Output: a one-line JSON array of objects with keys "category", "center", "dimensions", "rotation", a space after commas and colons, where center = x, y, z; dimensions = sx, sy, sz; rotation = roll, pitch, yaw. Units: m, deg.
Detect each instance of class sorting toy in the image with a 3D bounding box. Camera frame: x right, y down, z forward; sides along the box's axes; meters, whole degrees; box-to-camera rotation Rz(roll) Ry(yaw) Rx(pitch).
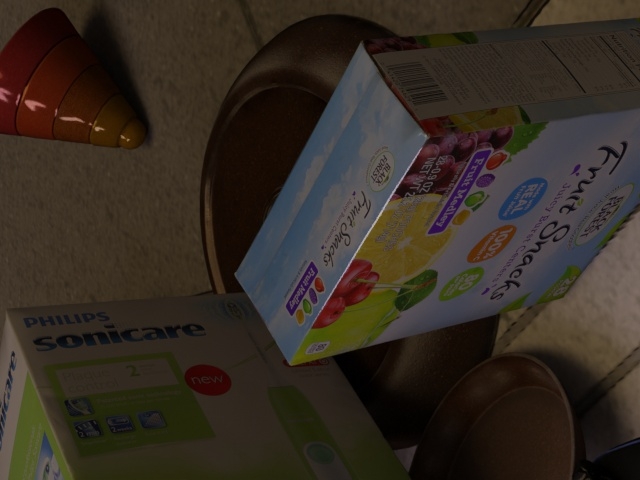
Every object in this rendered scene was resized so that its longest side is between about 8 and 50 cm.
[{"category": "sorting toy", "center": [-0.159, -0.207, 1.133], "dimensions": [0.126, 0.127, 0.365], "rotation": [31, 126, 9]}]

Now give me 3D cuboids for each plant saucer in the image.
[{"category": "plant saucer", "center": [0.107, 0.152, 0.860], "dimensions": [0.168, 0.029, 0.168], "rotation": [-44, 33, 40]}, {"category": "plant saucer", "center": [0.000, 0.000, 0.996], "dimensions": [0.311, 0.050, 0.310], "rotation": [19, 115, 50]}]

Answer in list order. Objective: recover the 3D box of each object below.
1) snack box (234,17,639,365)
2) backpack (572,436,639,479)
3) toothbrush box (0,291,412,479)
[{"category": "snack box", "center": [0.082, -0.028, 0.745], "dimensions": [0.070, 0.207, 0.174], "rotation": [57, 139, 26]}, {"category": "backpack", "center": [0.223, 0.163, 0.674], "dimensions": [0.158, 0.117, 0.173], "rotation": [-35, 65, 50]}, {"category": "toothbrush box", "center": [-0.067, 0.165, 0.876], "dimensions": [0.283, 0.206, 0.122], "rotation": [55, 139, 46]}]
